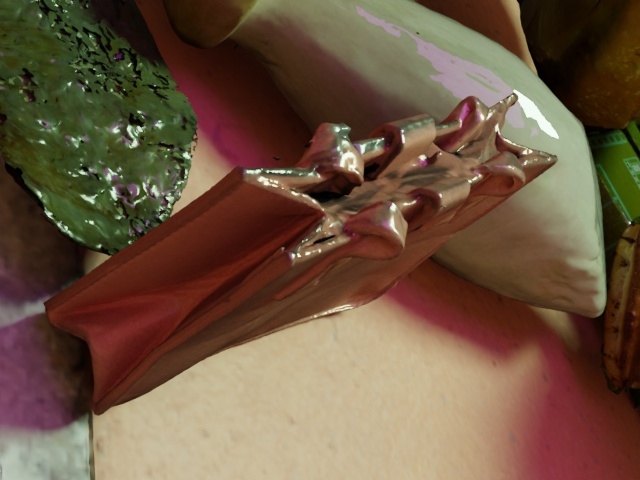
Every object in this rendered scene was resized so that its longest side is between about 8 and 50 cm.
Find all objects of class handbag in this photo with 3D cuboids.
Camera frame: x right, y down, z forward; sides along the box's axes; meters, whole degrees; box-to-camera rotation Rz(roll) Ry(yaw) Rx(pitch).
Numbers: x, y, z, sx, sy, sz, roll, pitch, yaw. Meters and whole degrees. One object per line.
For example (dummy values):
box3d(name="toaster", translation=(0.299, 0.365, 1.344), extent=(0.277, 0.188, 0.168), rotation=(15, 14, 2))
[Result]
box3d(name="handbag", translation=(0.000, 0.000, 0.497), extent=(0.212, 0.157, 0.059), rotation=(-20, 80, -52))

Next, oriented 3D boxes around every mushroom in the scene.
box3d(name="mushroom", translation=(0.062, -0.067, 0.649), extent=(0.350, 0.128, 0.128), rotation=(38, 41, -19))

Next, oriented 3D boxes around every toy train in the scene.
box3d(name="toy train", translation=(0.238, 0.002, 0.819), extent=(0.137, 0.090, 0.225), rotation=(-13, 69, -40))

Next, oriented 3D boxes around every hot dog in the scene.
box3d(name="hot dog", translation=(0.204, 0.042, 0.733), extent=(0.049, 0.037, 0.122), rotation=(4, 102, -24))

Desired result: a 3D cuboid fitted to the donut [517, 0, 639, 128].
box3d(name="donut", translation=(0.212, -0.220, 0.741), extent=(0.160, 0.330, 0.330), rotation=(-4, 59, -5))

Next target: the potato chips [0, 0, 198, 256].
box3d(name="potato chips", translation=(-0.116, -0.076, 0.524), extent=(0.142, 0.026, 0.209), rotation=(33, 33, -13))
